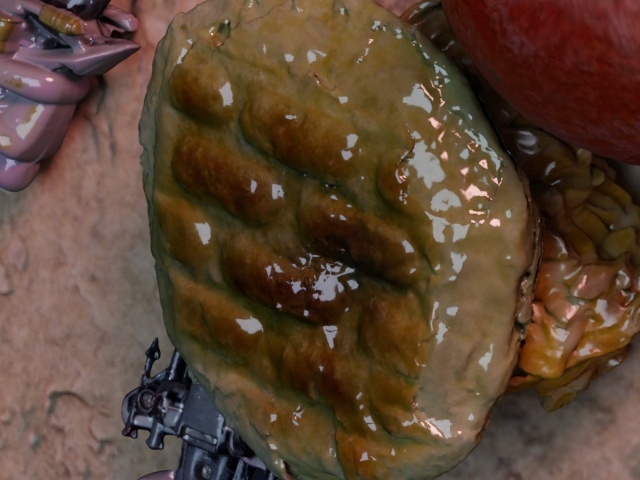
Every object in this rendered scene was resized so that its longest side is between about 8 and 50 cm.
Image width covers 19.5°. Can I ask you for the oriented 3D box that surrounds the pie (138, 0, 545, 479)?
[{"bbox_3d":[0.000,0.000,1.044,0.306,0.071,0.306,15,112,40],"label":"pie"}]

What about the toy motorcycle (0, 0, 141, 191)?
[{"bbox_3d":[-0.211,-0.113,1.268,0.225,0.073,0.152,-20,86,34],"label":"toy motorcycle"}]

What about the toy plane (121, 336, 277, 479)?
[{"bbox_3d":[-0.052,0.074,1.185,0.169,0.078,0.246,17,105,30],"label":"toy plane"}]

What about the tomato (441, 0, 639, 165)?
[{"bbox_3d":[0.175,-0.165,0.916,0.265,0.265,0.264,4,98,32],"label":"tomato"}]

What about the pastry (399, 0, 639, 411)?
[{"bbox_3d":[0.095,-0.029,1.065,0.154,0.102,0.250,-44,71,41],"label":"pastry"}]
